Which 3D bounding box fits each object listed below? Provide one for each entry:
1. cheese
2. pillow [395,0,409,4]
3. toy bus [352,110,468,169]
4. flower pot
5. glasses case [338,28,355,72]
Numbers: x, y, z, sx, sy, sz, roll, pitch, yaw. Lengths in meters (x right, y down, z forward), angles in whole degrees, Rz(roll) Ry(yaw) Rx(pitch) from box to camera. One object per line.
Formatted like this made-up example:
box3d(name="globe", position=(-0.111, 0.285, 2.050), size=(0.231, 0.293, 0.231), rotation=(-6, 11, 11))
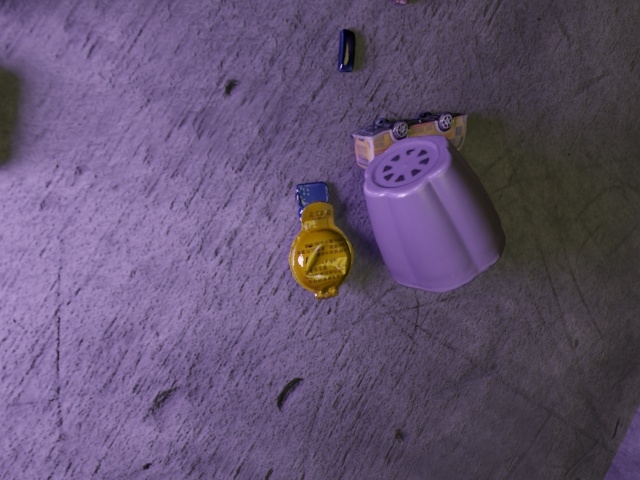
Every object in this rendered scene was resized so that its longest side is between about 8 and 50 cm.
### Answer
box3d(name="cheese", position=(0.000, 0.000, 0.911), size=(0.156, 0.064, 0.250), rotation=(-8, 94, -26))
box3d(name="pillow", position=(0.097, -0.587, 0.855), size=(0.248, 0.049, 0.135), rotation=(10, 91, -30))
box3d(name="toy bus", position=(0.205, -0.228, 0.956), size=(0.268, 0.092, 0.106), rotation=(-17, 116, -23))
box3d(name="flower pot", position=(0.210, -0.063, 0.866), size=(0.265, 0.265, 0.243), rotation=(-47, 128, -11))
box3d(name="glasses case", position=(0.056, -0.392, 0.884), size=(0.033, 0.023, 0.083), rotation=(-1, 101, -23))
